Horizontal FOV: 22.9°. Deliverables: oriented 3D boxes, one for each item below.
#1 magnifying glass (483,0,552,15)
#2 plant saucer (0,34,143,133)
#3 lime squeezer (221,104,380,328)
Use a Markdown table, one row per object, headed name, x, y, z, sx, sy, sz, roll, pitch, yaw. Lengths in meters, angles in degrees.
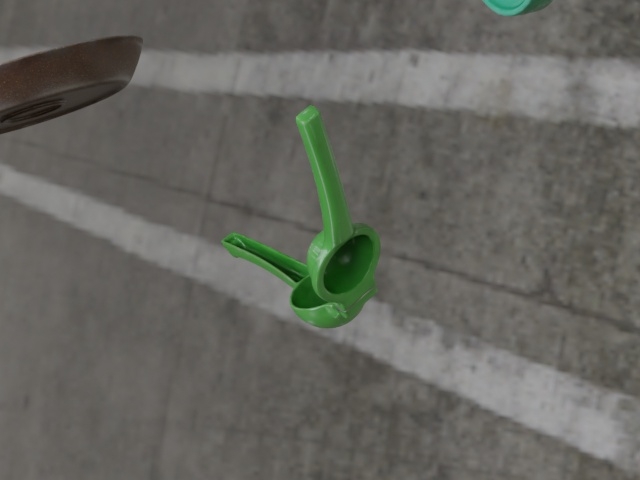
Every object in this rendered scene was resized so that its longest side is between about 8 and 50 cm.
| name | x | y | z | sx | sy | sz | roll | pitch | yaw |
| --- | --- | --- | --- | --- | --- | --- | --- | --- | --- |
| magnifying glass | 0.099 | -0.235 | 0.849 | 0.092 | 0.026 | 0.231 | -147 | 49 | -60 |
| plant saucer | -0.194 | -0.096 | 1.046 | 0.168 | 0.168 | 0.029 | -15 | 92 | 60 |
| lime squeezer | 0.000 | 0.000 | 1.055 | 0.110 | 0.059 | 0.310 | 66 | 165 | 8 |
